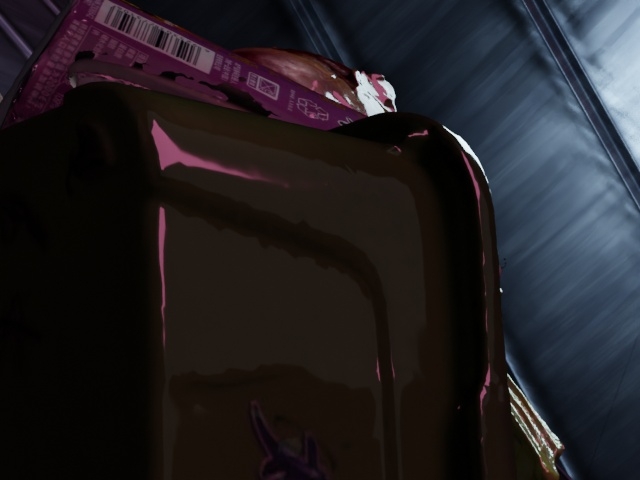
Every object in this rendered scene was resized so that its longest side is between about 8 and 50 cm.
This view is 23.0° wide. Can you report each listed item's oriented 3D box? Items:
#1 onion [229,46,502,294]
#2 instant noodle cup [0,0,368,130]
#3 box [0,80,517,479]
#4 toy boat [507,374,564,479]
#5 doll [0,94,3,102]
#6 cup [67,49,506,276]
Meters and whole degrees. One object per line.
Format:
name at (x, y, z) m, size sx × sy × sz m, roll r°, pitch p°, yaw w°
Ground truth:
onion at (0.000, 0.000, 1.478) m, size 0.385 × 0.348 × 0.348 m, roll 22°, pitch -4°, yaw 28°
instant noodle cup at (-0.127, -0.008, 1.132) m, size 0.266 × 0.340 × 0.340 m, roll 30°, pitch 11°, yaw -13°
box at (-0.074, 0.113, 0.547) m, size 0.177 × 0.252 × 0.329 m, roll 19°, pitch 62°, yaw -45°
toy boat at (0.095, 0.129, 1.255) m, size 0.084 × 0.111 × 0.276 m, roll 17°, pitch 23°, yaw -48°
doll at (-0.304, -0.093, 1.379) m, size 0.192 × 0.095 × 0.149 m, roll 45°, pitch 1°, yaw 19°
cup at (-0.073, 0.076, 0.814) m, size 0.253 × 0.274 × 0.253 m, roll 25°, pitch -8°, yaw 4°
